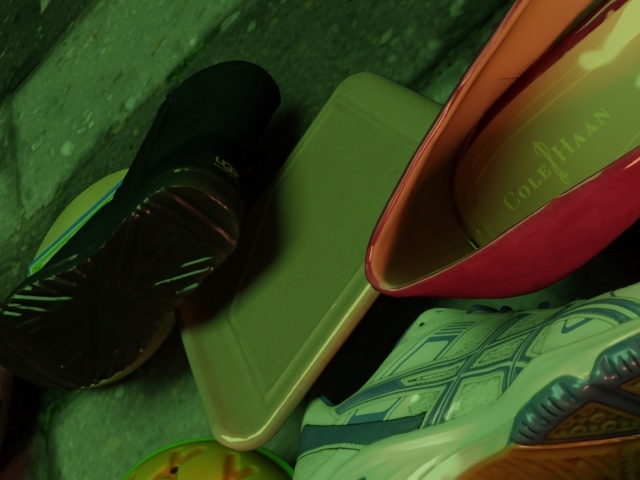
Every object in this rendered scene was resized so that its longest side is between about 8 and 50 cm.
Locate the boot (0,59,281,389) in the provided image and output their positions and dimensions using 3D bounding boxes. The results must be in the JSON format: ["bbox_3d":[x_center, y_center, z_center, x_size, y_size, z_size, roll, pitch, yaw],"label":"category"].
[{"bbox_3d":[-0.132,-0.017,0.651,0.246,0.094,0.207,-39,22,26],"label":"boot"}]

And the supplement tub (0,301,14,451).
[{"bbox_3d":[-0.379,0.196,0.722,0.193,0.193,0.316,-18,57,35],"label":"supplement tub"}]

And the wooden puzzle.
[{"bbox_3d":[0.000,0.000,0.566,0.239,0.044,0.221,-50,27,5],"label":"wooden puzzle"}]

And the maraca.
[{"bbox_3d":[-0.050,0.184,0.504,0.185,0.099,0.127,7,64,20],"label":"maraca"}]

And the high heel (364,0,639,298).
[{"bbox_3d":[0.148,-0.112,0.307,0.127,0.181,0.377,44,135,23],"label":"high heel"}]

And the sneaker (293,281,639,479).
[{"bbox_3d":[0.099,0.066,0.421,0.296,0.112,0.131,-32,37,17],"label":"sneaker"}]

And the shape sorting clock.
[{"bbox_3d":[-0.187,0.030,0.746,0.206,0.040,0.206,-18,55,27],"label":"shape sorting clock"}]
